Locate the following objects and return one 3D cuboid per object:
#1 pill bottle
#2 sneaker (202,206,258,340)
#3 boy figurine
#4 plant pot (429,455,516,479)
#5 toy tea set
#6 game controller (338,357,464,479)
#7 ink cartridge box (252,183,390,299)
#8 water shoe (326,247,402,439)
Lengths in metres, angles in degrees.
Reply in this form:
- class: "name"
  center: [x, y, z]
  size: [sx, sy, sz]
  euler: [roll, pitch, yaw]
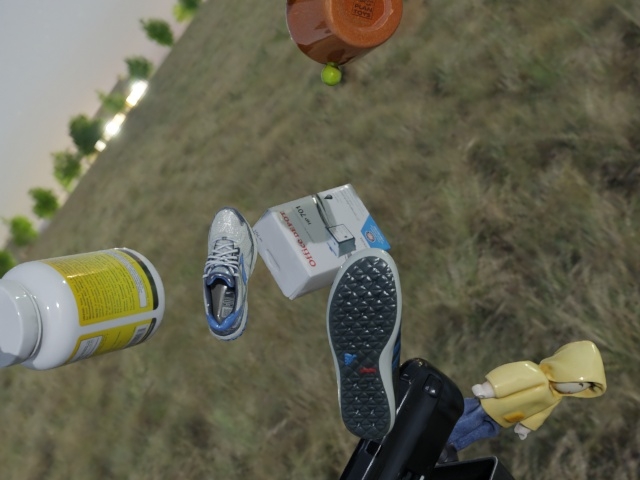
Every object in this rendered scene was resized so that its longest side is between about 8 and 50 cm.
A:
- class: "pill bottle"
  center: [-0.444, 0.121, 1.755]
  size: [0.188, 0.188, 0.334]
  euler: [-49, -19, 25]
- class: "sneaker"
  center: [-0.092, 0.031, 1.004]
  size: [0.058, 0.052, 0.135]
  euler: [56, -148, -78]
- class: "boy figurine"
  center: [0.295, 0.246, 1.502]
  size: [0.285, 0.177, 0.092]
  euler: [-28, 46, 10]
- class: "plant pot"
  center: [0.206, 0.430, 1.382]
  size: [0.188, 0.167, 0.187]
  euler: [-24, 32, 49]
- class: "toy tea set"
  center: [0.045, -0.312, 0.919]
  size: [0.336, 0.200, 0.124]
  euler: [-48, 17, -8]
- class: "game controller"
  center: [0.086, 0.312, 1.313]
  size: [0.067, 0.166, 0.319]
  euler: [24, 79, 32]
- class: "ink cartridge box"
  center: [0.000, 0.000, 1.673]
  size: [0.190, 0.140, 0.082]
  euler: [-19, -20, -42]
- class: "water shoe"
  center: [0.046, 0.097, 1.010]
  size: [0.080, 0.072, 0.203]
  euler: [-61, -26, -69]
